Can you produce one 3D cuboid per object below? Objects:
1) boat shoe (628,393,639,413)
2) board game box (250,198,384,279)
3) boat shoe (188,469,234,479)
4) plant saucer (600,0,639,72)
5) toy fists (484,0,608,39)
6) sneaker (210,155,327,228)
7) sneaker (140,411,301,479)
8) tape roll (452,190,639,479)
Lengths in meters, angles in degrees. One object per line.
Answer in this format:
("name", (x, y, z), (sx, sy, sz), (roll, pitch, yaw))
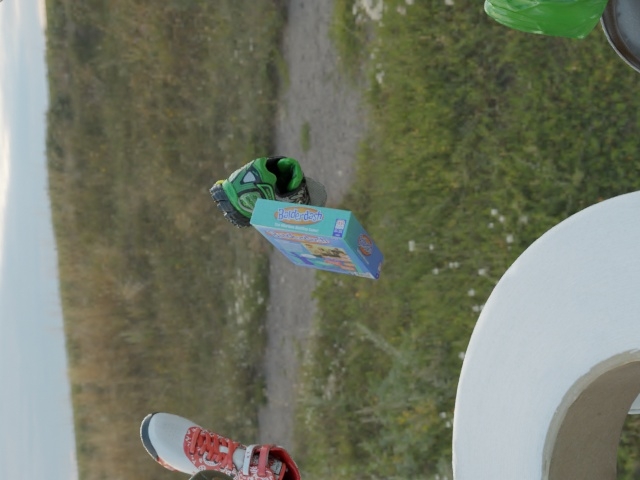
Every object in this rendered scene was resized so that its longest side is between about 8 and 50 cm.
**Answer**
("boat shoe", (0.379, 0.212, 1.222), (0.335, 0.095, 0.112), (-10, 99, 31))
("board game box", (0.000, 0.000, 1.324), (0.210, 0.160, 0.047), (48, -126, -64))
("boat shoe", (-0.116, 0.290, 0.704), (0.060, 0.064, 0.178), (112, 178, -48))
("plant saucer", (0.618, -0.394, 1.343), (0.050, 0.311, 0.310), (28, -126, -75))
("toy fists", (0.276, -0.334, 0.937), (0.279, 0.142, 0.096), (104, 174, -74))
("sneaker", (-0.070, -0.098, 1.693), (0.146, 0.343, 0.134), (-34, 77, 24))
("sneaker", (-0.151, 0.347, 1.328), (0.145, 0.270, 0.090), (-28, 31, 34))
("tape roll", (0.222, 0.162, 0.456), (0.392, 0.072, 0.392), (5, 96, 59))
